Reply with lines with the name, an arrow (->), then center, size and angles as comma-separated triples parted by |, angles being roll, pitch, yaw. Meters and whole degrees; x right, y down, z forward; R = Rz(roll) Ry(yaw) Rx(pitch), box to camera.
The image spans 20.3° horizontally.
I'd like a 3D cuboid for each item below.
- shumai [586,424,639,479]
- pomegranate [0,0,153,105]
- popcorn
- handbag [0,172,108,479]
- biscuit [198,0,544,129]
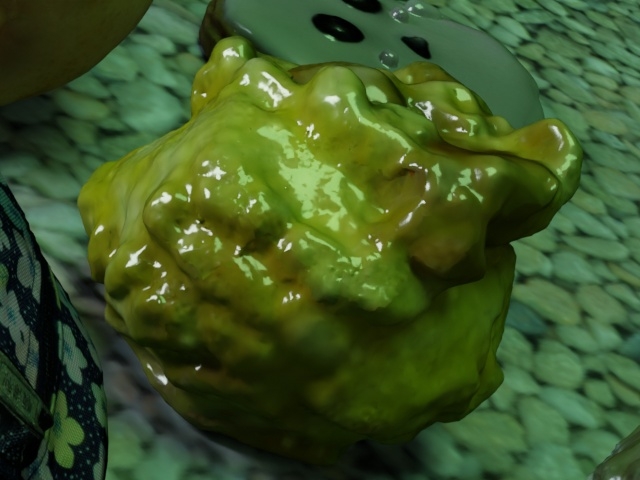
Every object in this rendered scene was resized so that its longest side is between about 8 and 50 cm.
shumai -> 0.189, 0.086, 0.619 | 0.189, 0.218, 0.256 | 23, 4, -8
pomegranate -> -0.167, -0.159, 0.789 | 0.207, 0.207, 0.207 | 20, 29, -12
popcorn -> 0.000, -0.006, 0.728 | 0.197, 0.156, 0.198 | 9, 31, -5
handbag -> -0.148, 0.019, 0.532 | 0.208, 0.126, 0.229 | 49, 7, -40
biscuit -> 0.035, -0.099, 1.014 | 0.208, 0.049, 0.181 | 22, 28, -12
